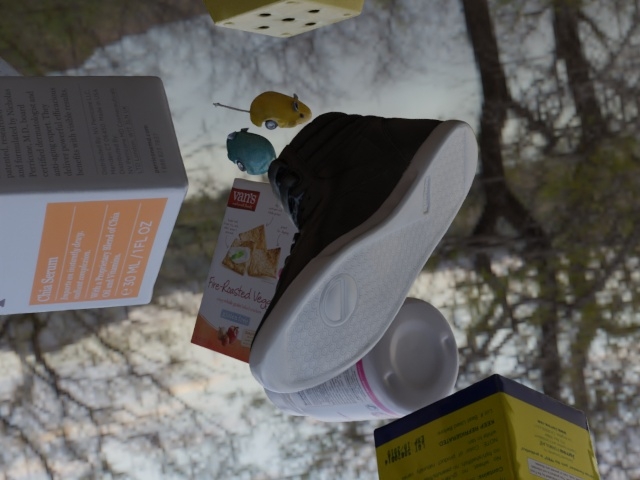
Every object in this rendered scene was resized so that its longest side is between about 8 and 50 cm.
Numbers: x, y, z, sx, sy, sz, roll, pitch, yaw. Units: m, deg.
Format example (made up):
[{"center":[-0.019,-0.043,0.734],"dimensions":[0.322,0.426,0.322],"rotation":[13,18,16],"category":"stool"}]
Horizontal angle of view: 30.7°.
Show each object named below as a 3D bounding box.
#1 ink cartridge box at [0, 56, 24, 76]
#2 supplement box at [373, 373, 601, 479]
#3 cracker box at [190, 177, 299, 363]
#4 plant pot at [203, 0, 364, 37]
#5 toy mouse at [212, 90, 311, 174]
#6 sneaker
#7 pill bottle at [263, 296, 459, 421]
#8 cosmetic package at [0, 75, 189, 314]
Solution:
[{"center":[-0.478,-0.203,1.961],"dimensions":[0.066,0.232,0.189],"rotation":[-54,178,-16],"category":"ink cartridge box"},{"center":[0.209,0.366,1.318],"dimensions":[0.194,0.356,0.195],"rotation":[-31,140,33],"category":"supplement box"},{"center":[-0.071,0.044,1.516],"dimensions":[0.156,0.232,0.067],"rotation":[12,176,45],"category":"cracker box"},{"center":[-0.051,-0.377,1.515],"dimensions":[0.212,0.187,0.212],"rotation":[-9,174,40],"category":"plant pot"},{"center":[-0.034,-0.098,1.135],"dimensions":[0.161,0.031,0.143],"rotation":[3,-136,1],"category":"toy mouse"},{"center":[0.000,0.000,0.968],"dimensions":[0.147,0.104,0.296],"rotation":[14,-128,36],"category":"sneaker"},{"center":[0.046,0.174,1.643],"dimensions":[0.160,0.160,0.283],"rotation":[-11,178,-37],"category":"pill bottle"},{"center":[-0.389,-0.040,1.207],"dimensions":[0.453,0.161,0.230],"rotation":[-3,146,-22],"category":"cosmetic package"}]
